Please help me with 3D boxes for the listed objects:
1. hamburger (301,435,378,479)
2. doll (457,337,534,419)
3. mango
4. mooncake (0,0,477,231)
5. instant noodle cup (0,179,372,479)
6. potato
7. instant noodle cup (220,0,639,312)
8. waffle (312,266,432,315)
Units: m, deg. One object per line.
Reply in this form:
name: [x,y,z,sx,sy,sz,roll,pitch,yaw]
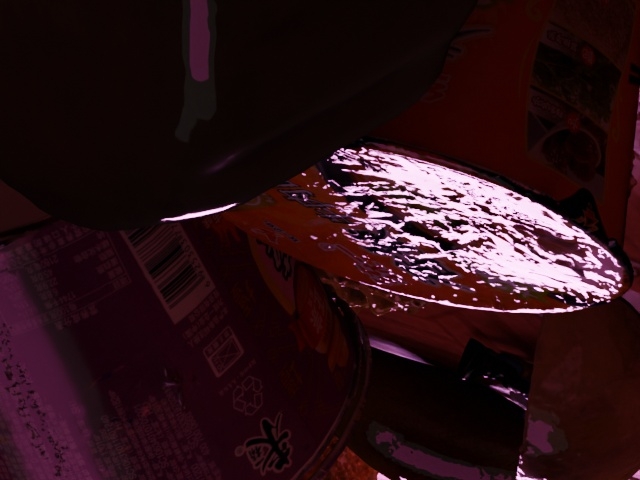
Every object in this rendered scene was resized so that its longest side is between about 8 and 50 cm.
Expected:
hamburger: [-0.090,0.247,1.898,0.302,0.302,0.170,22,168,-2]
doll: [0.206,0.136,1.627,0.195,0.070,0.096,26,-170,-4]
mango: [0.098,0.169,1.756,0.268,0.111,0.133,24,172,8]
mooncake: [-0.073,-0.179,0.793,0.351,0.187,0.351,35,140,36]
instant noodle cup: [-0.164,0.033,1.349,0.340,0.340,0.266,5,133,38]
potato: [0.206,0.152,1.505,0.120,0.100,0.261,14,140,11]
instant noodle cup: [0.066,-0.084,1.010,0.230,0.182,0.230,15,162,5]
waffle: [0.002,-0.003,1.498,0.194,0.051,0.149,28,152,-1]
